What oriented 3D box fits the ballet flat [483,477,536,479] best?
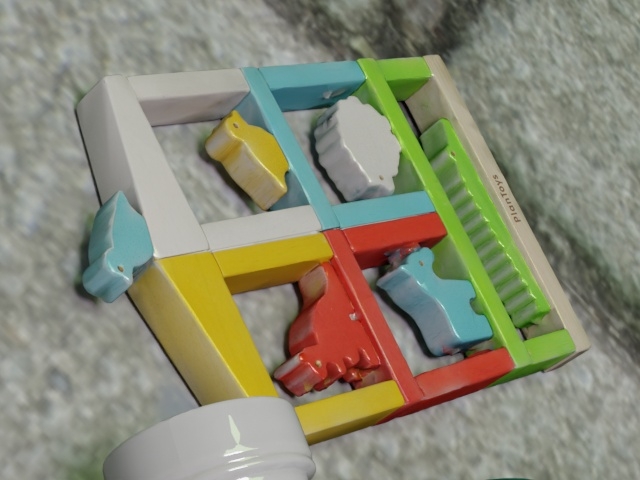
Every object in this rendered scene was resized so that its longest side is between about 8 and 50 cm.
[{"bbox_3d":[0.077,0.159,0.664,0.247,0.083,0.087,-63,141,-87],"label":"ballet flat"}]

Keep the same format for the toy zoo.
[{"bbox_3d":[0.000,0.000,0.833,0.293,0.030,0.192,-11,69,-46],"label":"toy zoo"}]

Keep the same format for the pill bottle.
[{"bbox_3d":[-0.019,0.157,0.638,0.108,0.108,0.180,1,61,-43],"label":"pill bottle"}]
